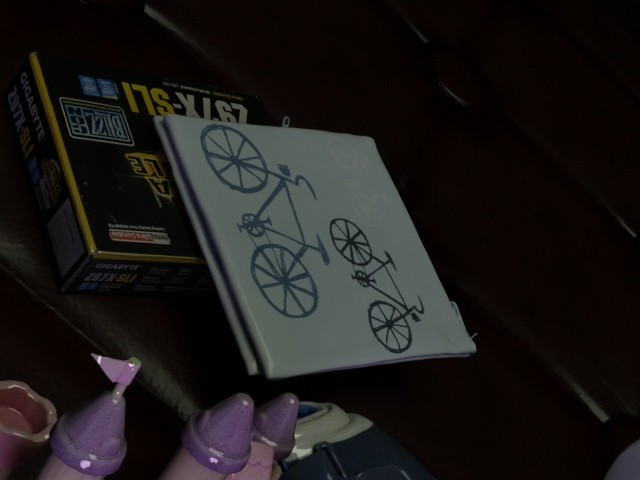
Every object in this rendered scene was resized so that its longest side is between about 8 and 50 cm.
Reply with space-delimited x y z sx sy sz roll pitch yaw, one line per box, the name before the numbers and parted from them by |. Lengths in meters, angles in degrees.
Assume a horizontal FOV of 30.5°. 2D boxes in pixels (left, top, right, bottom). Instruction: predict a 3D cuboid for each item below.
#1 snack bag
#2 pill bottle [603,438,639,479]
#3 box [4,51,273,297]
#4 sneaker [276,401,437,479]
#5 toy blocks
snack bag | 0.000 0.000 1.304 0.342 0.037 0.323 -1 58 -46
pill bottle | 0.489 0.342 1.297 0.361 0.204 0.204 25 41 -30
box | -0.165 -0.064 1.290 0.322 0.079 0.257 6 51 -43
sneaker | -0.011 0.288 1.089 0.236 0.130 0.323 36 41 0
toy blocks | -0.096 0.221 0.867 0.288 0.260 0.309 19 26 -35
